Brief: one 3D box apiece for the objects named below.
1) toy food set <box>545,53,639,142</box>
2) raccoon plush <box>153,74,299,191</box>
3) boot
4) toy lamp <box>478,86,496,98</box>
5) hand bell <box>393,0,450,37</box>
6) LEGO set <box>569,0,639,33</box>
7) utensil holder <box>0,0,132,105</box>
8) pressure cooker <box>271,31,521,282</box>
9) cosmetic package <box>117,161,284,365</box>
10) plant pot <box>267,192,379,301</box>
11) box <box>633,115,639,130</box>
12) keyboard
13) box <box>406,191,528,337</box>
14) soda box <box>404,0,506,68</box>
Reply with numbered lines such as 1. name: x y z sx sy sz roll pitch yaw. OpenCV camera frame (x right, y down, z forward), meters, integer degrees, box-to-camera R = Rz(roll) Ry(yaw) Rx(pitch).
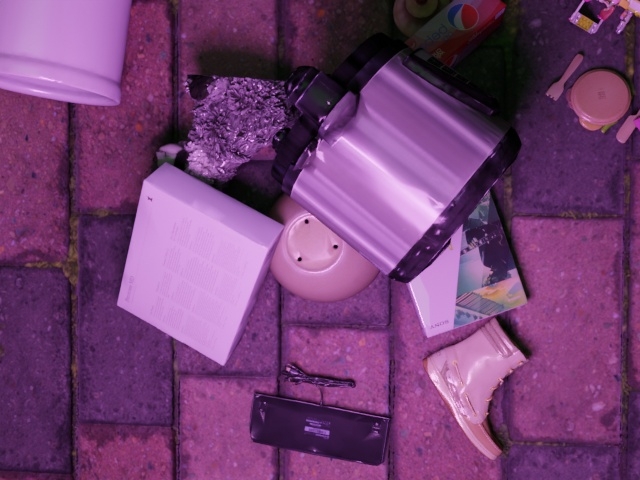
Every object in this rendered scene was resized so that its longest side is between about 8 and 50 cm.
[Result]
1. toy food set: 0.590 -0.299 1.626 0.192 0.038 0.132 37 89 10
2. raccoon plush: -0.131 -0.197 1.650 0.447 0.216 0.299 5 100 7
3. boot: 0.370 0.318 1.647 0.203 0.095 0.262 -33 83 6
4. toy lamp: 0.239 -0.323 1.650 0.275 0.080 0.080 20 94 9
5. hand bell: 0.205 -0.499 1.563 0.126 0.242 0.126 0 92 9
6. LEGO set: 0.624 -0.453 1.580 0.287 0.132 0.107 24 113 -16
7. utensil holder: -0.566 -0.510 1.630 0.328 0.327 0.385 8 92 7
8. pressure cooker: 0.109 -0.173 1.428 0.420 0.370 0.375 39 54 5
9. cosmetic package: -0.265 0.058 1.629 0.285 0.097 0.377 28 129 4
10. plant pot: 0.000 0.000 1.636 0.284 0.191 0.284 0 91 7
11. box: 0.805 -0.228 1.533 0.243 0.117 0.213 -33 89 -3
12. keyboard: 0.000 0.388 1.730 0.317 0.033 0.201 9 100 6
13. box: 0.283 0.022 1.649 0.232 0.058 0.321 -19 91 -1
14. soda box: 0.260 -0.415 1.595 0.263 0.083 0.092 -42 75 -11
